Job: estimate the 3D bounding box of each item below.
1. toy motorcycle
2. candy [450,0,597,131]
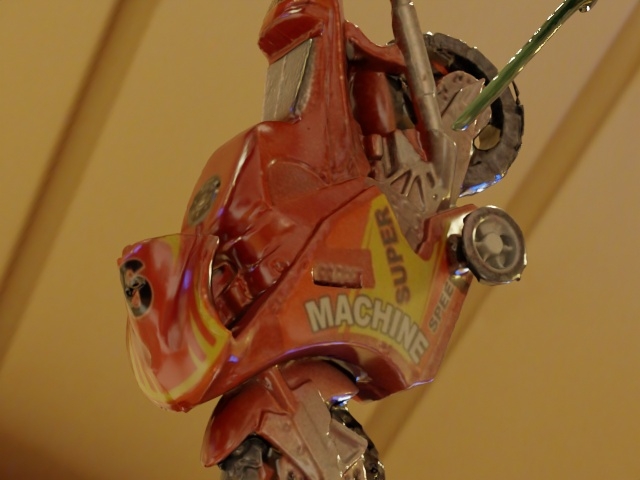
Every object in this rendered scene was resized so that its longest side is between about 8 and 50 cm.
[{"bbox_3d":[0.001,0.001,0.866,0.171,0.298,0.089,30,-30,-14],"label":"toy motorcycle"},{"bbox_3d":[0.078,-0.073,0.529,0.035,0.123,0.035,25,-23,43],"label":"candy"}]
